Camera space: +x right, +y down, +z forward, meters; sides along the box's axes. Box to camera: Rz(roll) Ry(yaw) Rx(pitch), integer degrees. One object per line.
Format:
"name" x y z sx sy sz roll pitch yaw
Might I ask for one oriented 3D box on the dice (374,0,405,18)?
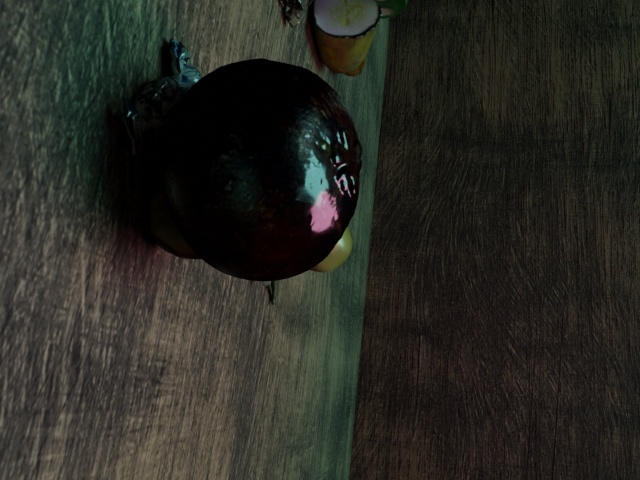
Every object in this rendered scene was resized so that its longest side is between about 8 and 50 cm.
"dice" 0.150 -0.930 1.700 0.300 0.287 0.297 -6 99 -78

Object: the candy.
"candy" -0.233 -0.211 0.737 0.094 0.051 0.226 65 27 -43

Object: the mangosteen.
"mangosteen" -0.094 -0.097 0.741 0.330 0.330 0.330 3 90 -77

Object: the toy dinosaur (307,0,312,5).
"toy dinosaur" 0.006 -0.816 1.553 0.108 0.032 0.220 38 -71 55

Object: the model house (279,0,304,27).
"model house" -0.075 -0.609 1.332 0.083 0.057 0.058 49 15 -45

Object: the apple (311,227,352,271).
"apple" 0.000 0.000 1.497 0.200 0.200 0.200 3 90 -77

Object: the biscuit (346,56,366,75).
"biscuit" 0.112 -0.741 1.946 0.213 0.091 0.274 97 -13 -56

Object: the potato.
"potato" 0.074 -0.669 1.688 0.266 0.229 0.229 105 -7 -72

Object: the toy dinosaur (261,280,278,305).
"toy dinosaur" -0.115 0.013 1.247 0.147 0.076 0.363 -111 -160 -72
